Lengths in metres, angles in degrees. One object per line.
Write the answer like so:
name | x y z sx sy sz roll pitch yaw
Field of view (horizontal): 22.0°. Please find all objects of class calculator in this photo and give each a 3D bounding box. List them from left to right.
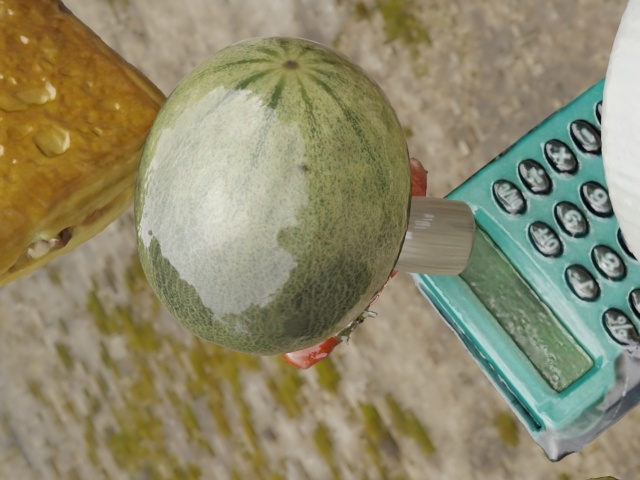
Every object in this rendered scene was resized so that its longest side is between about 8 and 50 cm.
calculator | 0.233 0.015 1.411 0.248 0.274 0.058 52 177 17

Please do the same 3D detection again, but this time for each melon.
melon | -0.016 -0.015 0.570 0.098 0.098 0.130 52 149 22

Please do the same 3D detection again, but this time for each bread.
bread | -0.228 -0.065 1.048 0.210 0.235 0.099 41 144 11

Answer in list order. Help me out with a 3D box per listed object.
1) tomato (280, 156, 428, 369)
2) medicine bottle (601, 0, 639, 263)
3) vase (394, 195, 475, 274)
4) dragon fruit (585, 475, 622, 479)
tomato | 0.000 0.000 1.324 0.099 0.173 0.189 31 119 -17
medicine bottle | 0.251 -0.006 0.431 0.371 0.211 0.211 34 144 63
vase | 0.049 -0.005 1.109 0.053 0.101 0.053 -175 90 -67
dragon fruit | 0.109 0.240 0.666 0.147 0.211 0.282 78 -157 -86
